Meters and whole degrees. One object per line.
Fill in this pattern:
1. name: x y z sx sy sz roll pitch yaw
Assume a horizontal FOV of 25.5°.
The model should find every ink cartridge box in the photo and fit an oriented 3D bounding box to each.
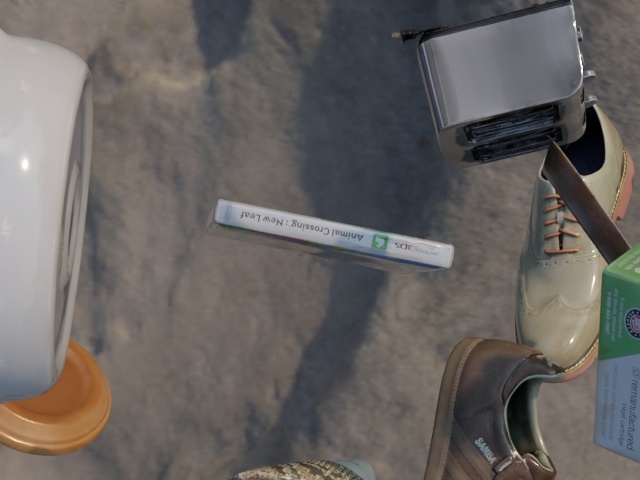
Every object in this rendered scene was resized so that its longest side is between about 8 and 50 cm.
1. ink cartridge box: 0.305 0.100 0.991 0.212 0.093 0.154 21 126 37

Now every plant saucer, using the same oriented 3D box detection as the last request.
1. plant saucer: 0.266 -0.023 1.390 0.029 0.168 0.168 -34 71 9
2. plant saucer: -0.355 0.180 1.780 0.200 0.200 0.037 50 132 22

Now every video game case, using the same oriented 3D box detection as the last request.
1. video game case: 0.000 0.000 1.215 0.193 0.212 0.023 11 86 -6

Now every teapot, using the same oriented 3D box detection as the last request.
1. teapot: -0.251 -0.014 0.910 0.187 0.252 0.256 5 64 -6

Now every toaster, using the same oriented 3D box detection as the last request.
1. toaster: 0.182 -0.157 1.435 0.185 0.168 0.110 -13 75 8

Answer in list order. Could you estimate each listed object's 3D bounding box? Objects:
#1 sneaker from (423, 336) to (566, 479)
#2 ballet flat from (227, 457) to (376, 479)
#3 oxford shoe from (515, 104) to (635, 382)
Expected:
1. sneaker: 0.104 0.155 0.857 0.071 0.066 0.188 6 91 34
2. ballet flat: 0.084 0.386 1.807 0.483 0.182 0.164 34 127 -15
3. oxford shoe: 0.310 -0.006 1.818 0.140 0.146 0.397 -4 52 25
